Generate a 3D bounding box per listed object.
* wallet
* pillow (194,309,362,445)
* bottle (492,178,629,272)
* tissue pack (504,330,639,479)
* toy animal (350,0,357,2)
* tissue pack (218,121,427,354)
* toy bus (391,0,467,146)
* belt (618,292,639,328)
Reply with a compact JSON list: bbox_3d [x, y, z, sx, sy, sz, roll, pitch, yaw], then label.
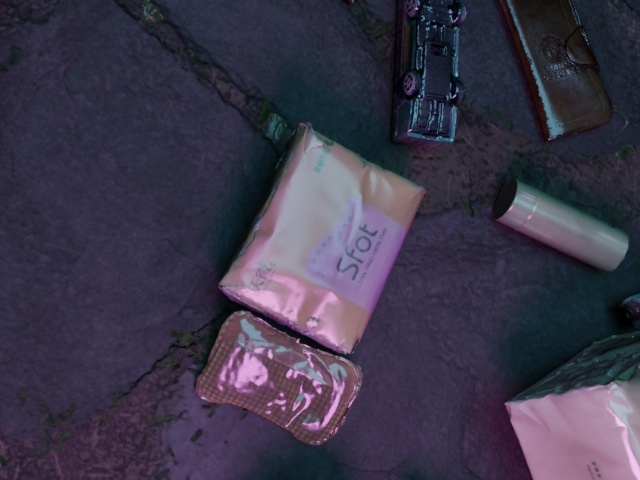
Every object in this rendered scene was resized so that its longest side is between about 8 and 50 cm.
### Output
[{"bbox_3d":[0.372,-0.291,1.610,0.137,0.031,0.255,-17,87,-19],"label":"wallet"},{"bbox_3d":[-0.053,0.188,1.383,0.211,0.034,0.135,25,92,-11],"label":"pillow"},{"bbox_3d":[0.363,-0.022,1.543,0.201,0.072,0.072,24,75,-13],"label":"bottle"},{"bbox_3d":[0.459,0.333,1.414,0.297,0.207,0.381,-18,87,-43],"label":"tissue pack"},{"bbox_3d":[-0.017,-0.426,1.503,0.202,0.070,0.105,42,83,-13],"label":"toy animal"},{"bbox_3d":[0.000,0.000,1.399,0.215,0.123,0.257,27,83,-13],"label":"tissue pack"},{"bbox_3d":[0.155,-0.270,1.498,0.091,0.109,0.262,7,81,-18],"label":"toy bus"},{"bbox_3d":[0.560,0.080,1.594,0.232,0.071,0.053,-20,81,-23],"label":"belt"}]
